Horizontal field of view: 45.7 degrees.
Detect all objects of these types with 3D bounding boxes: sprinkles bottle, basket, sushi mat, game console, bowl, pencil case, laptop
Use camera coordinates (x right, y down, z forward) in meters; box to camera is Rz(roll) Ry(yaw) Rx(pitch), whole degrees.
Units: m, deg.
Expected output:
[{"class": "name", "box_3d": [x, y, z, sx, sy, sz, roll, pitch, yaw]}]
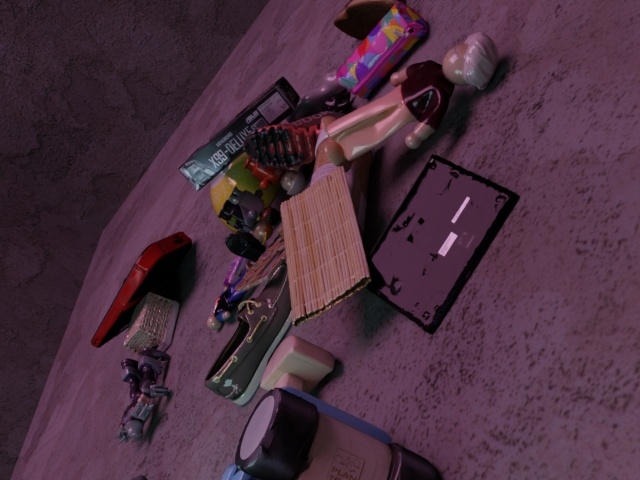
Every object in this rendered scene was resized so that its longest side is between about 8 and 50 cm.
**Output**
[{"class": "sprinkles bottle", "box_3d": [0.032, -0.076, 1.452, 0.121, 0.121, 0.356, -40, 29, 40]}, {"class": "basket", "box_3d": [-0.485, 0.245, 2.182, 0.113, 0.103, 0.167, -46, 26, 33]}, {"class": "sushi mat", "box_3d": [0.000, 0.000, 1.278, 0.151, 0.019, 0.317, -33, 35, 17]}, {"class": "game console", "box_3d": [-0.537, 0.138, 2.311, 0.342, 0.060, 0.386, -54, -1, 11]}, {"class": "bowl", "box_3d": [-0.224, -0.177, 2.088, 0.289, 0.156, 0.290, -46, 26, 30]}, {"class": "pencil case", "box_3d": [0.137, -0.425, 1.706, 0.236, 0.104, 0.104, -45, 26, 35]}, {"class": "laptop", "box_3d": [0.173, -0.001, 1.199, 0.264, 0.136, 0.234, 34, 94, 43]}]

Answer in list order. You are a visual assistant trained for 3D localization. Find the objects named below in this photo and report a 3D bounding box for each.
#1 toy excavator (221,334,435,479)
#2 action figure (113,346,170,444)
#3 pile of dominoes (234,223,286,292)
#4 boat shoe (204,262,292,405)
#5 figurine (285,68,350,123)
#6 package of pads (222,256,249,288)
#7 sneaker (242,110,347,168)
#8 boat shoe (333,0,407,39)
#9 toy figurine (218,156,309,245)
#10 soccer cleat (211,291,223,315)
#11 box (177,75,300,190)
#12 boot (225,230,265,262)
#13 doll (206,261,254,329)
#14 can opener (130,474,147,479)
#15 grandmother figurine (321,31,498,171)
[{"class": "toy excavator", "box_3d": [-0.043, 0.308, 1.050, 0.445, 0.222, 0.433, -36, 29, 61]}, {"class": "action figure", "box_3d": [-0.456, 0.401, 1.944, 0.185, 0.099, 0.285, -42, 31, 21]}, {"class": "pile of dominoes", "box_3d": [-0.101, 0.008, 1.643, 0.251, 0.040, 0.196, -52, 14, -33]}, {"class": "boat shoe", "box_3d": [-0.129, 0.173, 1.521, 0.305, 0.091, 0.109, -64, 22, -12]}, {"class": "figurine", "box_3d": [0.001, -0.333, 1.916, 0.209, 0.092, 0.215, -37, 29, 29]}, {"class": "package of pads", "box_3d": [-0.211, 0.079, 1.899, 0.050, 0.032, 0.083, -24, 41, 60]}, {"class": "sneaker", "box_3d": [-0.030, -0.223, 1.669, 0.135, 0.275, 0.098, -81, -17, -67]}, {"class": "boat shoe", "box_3d": [0.135, -0.590, 1.895, 0.123, 0.123, 0.342, -61, 16, -2]}, {"class": "toy figurine", "box_3d": [-0.127, -0.112, 1.783, 0.210, 0.148, 0.213, -61, 7, 13]}, {"class": "soccer cleat", "box_3d": [-0.255, 0.167, 1.887, 0.035, 0.029, 0.083, -18, 51, 53]}, {"class": "box", "box_3d": [-0.191, -0.267, 1.857, 0.307, 0.076, 0.242, -38, 13, 13]}, {"class": "boot", "box_3d": [-0.185, 0.004, 1.828, 0.045, 0.121, 0.099, -51, 29, 13]}, {"class": "doll", "box_3d": [-0.214, 0.142, 1.805, 0.189, 0.046, 0.129, -50, 23, 22]}, {"class": "can opener", "box_3d": [-0.332, 0.565, 1.524, 0.095, 0.076, 0.283, -27, 22, -6]}, {"class": "grandmother figurine", "box_3d": [0.159, -0.245, 1.338, 0.342, 0.104, 0.208, -30, 52, 26]}]
